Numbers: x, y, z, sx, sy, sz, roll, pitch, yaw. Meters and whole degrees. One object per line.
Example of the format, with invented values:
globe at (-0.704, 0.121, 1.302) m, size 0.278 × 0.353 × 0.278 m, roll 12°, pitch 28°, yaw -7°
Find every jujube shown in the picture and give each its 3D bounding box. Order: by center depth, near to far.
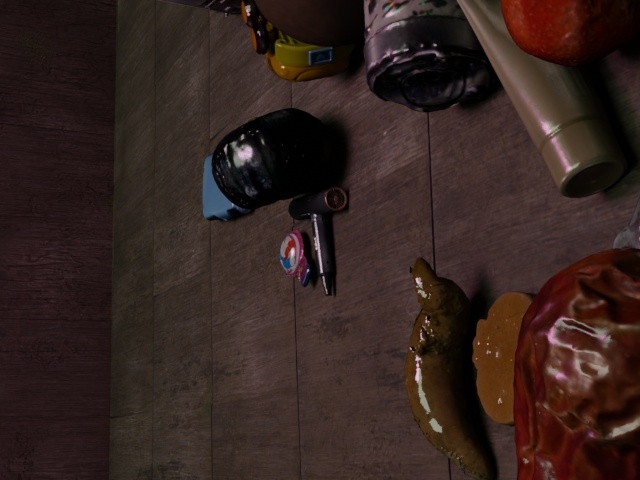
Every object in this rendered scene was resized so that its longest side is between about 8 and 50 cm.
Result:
jujube at (0.288, 0.177, 0.929) m, size 0.216 × 0.216 × 0.342 m, roll -132°, pitch 40°, yaw -56°

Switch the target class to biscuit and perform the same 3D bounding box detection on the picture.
biscuit at (0.250, 0.147, 1.158) m, size 0.170 × 0.050 × 0.170 m, roll -169°, pitch 90°, yaw -71°

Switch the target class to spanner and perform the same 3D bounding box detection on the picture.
spanner at (0.368, -0.089, 0.987) m, size 0.054 × 0.015 × 0.254 m, roll -135°, pitch 54°, yaw -60°

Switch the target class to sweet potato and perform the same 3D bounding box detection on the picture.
sweet potato at (0.166, 0.175, 1.271) m, size 0.124 × 0.098 × 0.310 m, roll 159°, pitch 103°, yaw -70°

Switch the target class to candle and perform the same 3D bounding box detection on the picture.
candle at (0.150, -0.357, 1.288) m, size 0.187 × 0.187 × 0.330 m, roll -27°, pitch 61°, yaw 60°

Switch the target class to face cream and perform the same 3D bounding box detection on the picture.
face cream at (0.266, -0.211, 1.113) m, size 0.084 × 0.137 × 0.341 m, roll 80°, pitch 175°, yaw -61°

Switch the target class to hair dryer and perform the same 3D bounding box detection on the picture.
hair dryer at (-0.006, 0.006, 1.708) m, size 0.173 × 0.050 × 0.194 m, roll 172°, pitch 98°, yaw -66°

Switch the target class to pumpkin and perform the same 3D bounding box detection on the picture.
pumpkin at (-0.088, -0.153, 1.699) m, size 0.233 × 0.233 × 0.163 m, roll -24°, pitch 90°, yaw 61°

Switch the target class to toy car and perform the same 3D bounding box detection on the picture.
toy car at (-0.035, -0.375, 1.678) m, size 0.142 × 0.200 × 0.248 m, roll 90°, pitch 167°, yaw -48°

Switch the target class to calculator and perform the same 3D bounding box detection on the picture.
calculator at (-0.218, -0.132, 2.146) m, size 0.293 × 0.051 × 0.173 m, roll 173°, pitch 99°, yaw -64°

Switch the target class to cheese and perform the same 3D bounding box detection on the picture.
cheese at (-0.047, 0.036, 1.786) m, size 0.145 × 0.038 × 0.095 m, roll -124°, pitch 44°, yaw -53°

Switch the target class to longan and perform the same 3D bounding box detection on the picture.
longan at (0.000, -0.435, 1.466) m, size 0.300 × 0.300 × 0.243 m, roll 17°, pitch 85°, yaw 63°

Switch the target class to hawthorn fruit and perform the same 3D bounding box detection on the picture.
hawthorn fruit at (0.284, -0.283, 1.007) m, size 0.179 × 0.173 × 0.173 m, roll 99°, pitch 157°, yaw -43°

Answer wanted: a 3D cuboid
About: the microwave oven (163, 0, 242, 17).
microwave oven at (-0.320, -0.712, 2.054) m, size 0.247 × 0.394 × 0.333 m, roll -10°, pitch 77°, yaw 64°
